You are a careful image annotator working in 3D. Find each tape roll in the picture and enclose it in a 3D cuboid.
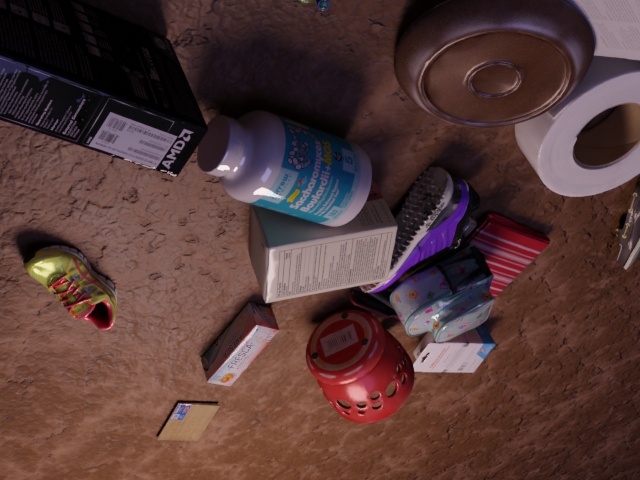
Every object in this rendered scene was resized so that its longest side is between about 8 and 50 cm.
[{"bbox_3d":[0.491,-0.213,1.714,0.286,0.100,0.286,-13,139,-11],"label":"tape roll"}]

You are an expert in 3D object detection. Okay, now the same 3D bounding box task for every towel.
[{"bbox_3d":[0.320,0.062,1.988,0.199,0.031,0.275,17,126,-37],"label":"towel"}]

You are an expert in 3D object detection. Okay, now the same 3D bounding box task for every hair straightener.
[{"bbox_3d":[0.173,0.131,1.946,0.230,0.047,0.089,28,122,-24],"label":"hair straightener"}]

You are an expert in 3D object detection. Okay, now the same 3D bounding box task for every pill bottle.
[{"bbox_3d":[-0.058,-0.117,1.529,0.264,0.146,0.146,14,127,-36],"label":"pill bottle"}]

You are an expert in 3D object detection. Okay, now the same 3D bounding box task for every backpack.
[{"bbox_3d":[0.233,0.113,1.854,0.189,0.144,0.166,-18,158,-7],"label":"backpack"}]

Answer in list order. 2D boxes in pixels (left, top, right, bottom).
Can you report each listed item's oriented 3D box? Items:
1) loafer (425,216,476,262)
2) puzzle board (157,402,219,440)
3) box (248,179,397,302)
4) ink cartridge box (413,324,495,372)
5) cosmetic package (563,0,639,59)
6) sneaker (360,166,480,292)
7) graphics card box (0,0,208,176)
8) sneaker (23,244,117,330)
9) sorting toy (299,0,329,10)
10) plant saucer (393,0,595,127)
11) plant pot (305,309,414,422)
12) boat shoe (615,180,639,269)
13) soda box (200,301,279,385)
[{"bbox_3d":[0.254,0.002,1.883,0.125,0.045,0.039,-46,141,21],"label":"loafer"},{"bbox_3d":[-0.284,0.387,2.076,0.096,0.011,0.128,9,130,-31],"label":"puzzle board"},{"bbox_3d":[0.000,0.000,1.697,0.233,0.126,0.148,-9,138,-15],"label":"box"},{"bbox_3d":[0.279,0.236,2.133,0.180,0.060,0.104,6,133,-30],"label":"ink cartridge box"},{"bbox_3d":[0.412,-0.387,1.353,0.377,0.285,0.097,37,74,-46],"label":"cosmetic package"},{"bbox_3d":[0.191,0.002,1.807,0.146,0.102,0.293,16,126,-37],"label":"sneaker"},{"bbox_3d":[-0.338,-0.228,1.214,0.371,0.232,0.094,16,122,-37],"label":"graphics card box"},{"bbox_3d":[-0.409,0.083,1.624,0.081,0.094,0.208,-34,137,15],"label":"sneaker"},{"bbox_3d":[0.003,-0.363,1.379,0.102,0.042,0.061,0,120,-8],"label":"sorting toy"},{"bbox_3d":[0.270,-0.265,1.510,0.311,0.050,0.310,0,150,0],"label":"plant saucer"},{"bbox_3d":[0.074,0.249,1.955,0.191,0.191,0.174,-29,137,7],"label":"plant pot"},{"bbox_3d":[0.655,-0.032,2.014,0.081,0.069,0.227,-42,154,-35],"label":"boat shoe"},{"bbox_3d":[-0.158,0.204,1.894,0.058,0.063,0.183,18,124,-37],"label":"soda box"}]
